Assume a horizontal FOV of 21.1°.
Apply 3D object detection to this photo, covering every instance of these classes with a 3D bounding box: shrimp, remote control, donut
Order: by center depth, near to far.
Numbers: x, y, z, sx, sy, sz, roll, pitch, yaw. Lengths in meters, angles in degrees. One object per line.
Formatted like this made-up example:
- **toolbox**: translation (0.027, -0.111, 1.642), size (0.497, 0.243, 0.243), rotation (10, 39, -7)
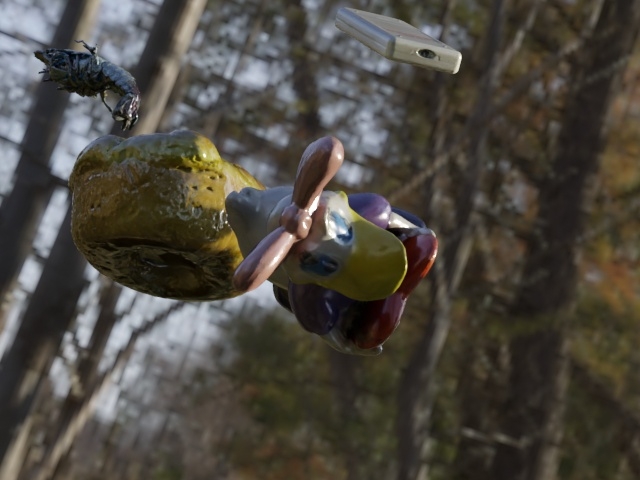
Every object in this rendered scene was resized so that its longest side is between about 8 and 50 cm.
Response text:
- **remote control**: translation (0.080, -0.218, 1.858), size (0.088, 0.029, 0.190), rotation (10, 15, -22)
- **donut**: translation (-0.166, -0.022, 1.884), size (0.209, 0.128, 0.261), rotation (-6, -23, 25)
- **shrimp**: translation (-0.269, -0.190, 2.051), size (0.174, 0.076, 0.082), rotation (32, -21, 30)

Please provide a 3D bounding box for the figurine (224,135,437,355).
- **figurine**: translation (0.004, 0.002, 1.542), size (0.193, 0.154, 0.421), rotation (31, -2, -4)
